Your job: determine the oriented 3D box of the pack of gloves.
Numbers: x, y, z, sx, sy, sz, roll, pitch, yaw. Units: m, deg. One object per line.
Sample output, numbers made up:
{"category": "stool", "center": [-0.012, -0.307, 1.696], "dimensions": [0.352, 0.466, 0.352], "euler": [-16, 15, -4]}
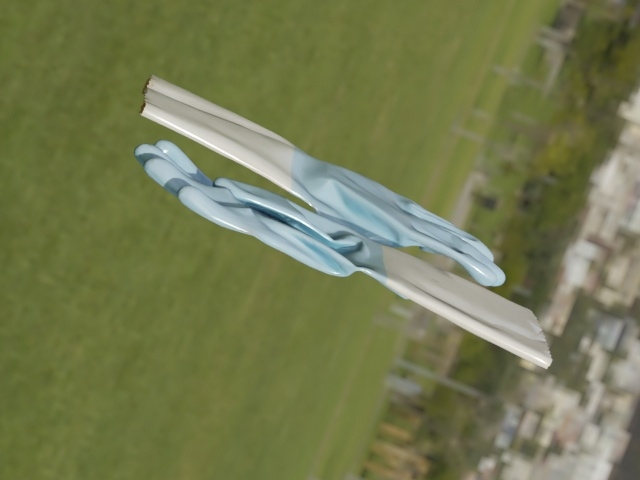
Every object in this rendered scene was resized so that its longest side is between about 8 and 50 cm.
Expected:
{"category": "pack of gloves", "center": [0.000, 0.000, 1.025], "dimensions": [0.046, 0.232, 0.195], "euler": [-62, -170, 16]}
